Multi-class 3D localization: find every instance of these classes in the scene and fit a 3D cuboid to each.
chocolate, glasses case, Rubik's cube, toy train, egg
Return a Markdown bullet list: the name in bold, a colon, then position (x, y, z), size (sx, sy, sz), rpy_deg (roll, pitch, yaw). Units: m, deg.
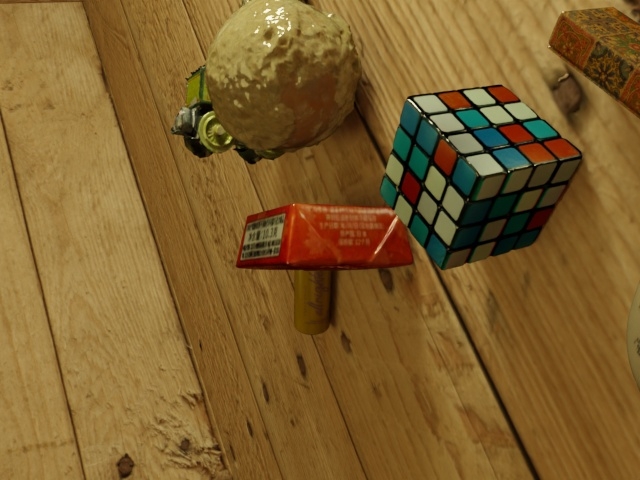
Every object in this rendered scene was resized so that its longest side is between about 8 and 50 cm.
- **chocolate**: position (0.000, 0.000, 1.103), size (0.237, 0.235, 0.107), rpy_deg (-5, 86, 64)
- **glasses case**: position (0.312, -0.142, 0.592), size (0.218, 0.075, 0.049), rpy_deg (57, 150, 35)
- **Rubik's cube**: position (0.185, -0.080, 0.778), size (0.154, 0.155, 0.151), rpy_deg (57, 147, 37)
- **toy train**: position (-0.170, -0.253, 1.308), size (0.134, 0.261, 0.177), rpy_deg (3, 90, 62)
- **egg**: position (-0.068, -0.279, 1.089), size (0.310, 0.279, 0.278), rpy_deg (-164, 64, -74)

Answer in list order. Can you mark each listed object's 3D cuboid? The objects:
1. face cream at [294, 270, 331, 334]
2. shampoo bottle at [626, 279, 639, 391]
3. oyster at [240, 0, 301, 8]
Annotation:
- **face cream**: position (-0.015, 0.062, 1.323), size (0.078, 0.078, 0.273), rpy_deg (40, 135, 51)
- **shampoo bottle**: position (0.351, 0.072, 0.600), size (0.127, 0.078, 0.256), rpy_deg (-136, 43, -54)
- **oyster**: position (-0.122, -0.548, 1.229), size (0.238, 0.115, 0.351), rpy_deg (44, 138, 49)
